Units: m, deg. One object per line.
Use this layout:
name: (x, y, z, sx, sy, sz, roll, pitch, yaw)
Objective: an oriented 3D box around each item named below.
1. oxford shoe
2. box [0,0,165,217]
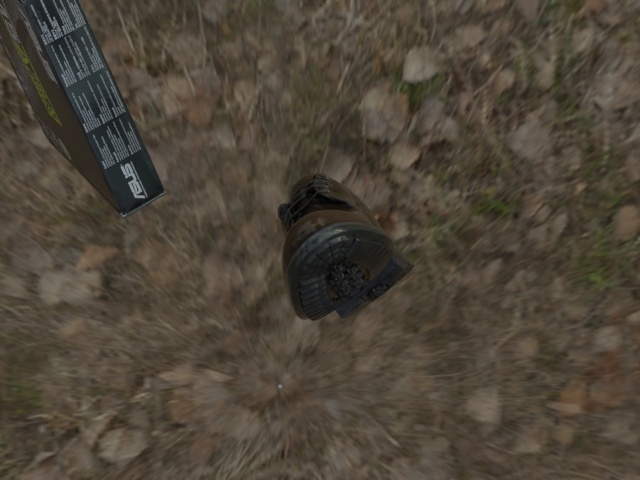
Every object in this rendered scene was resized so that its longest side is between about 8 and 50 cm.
oxford shoe: (0.000, 0.000, 1.087, 0.083, 0.227, 0.096, -37, 82, 3)
box: (-0.199, -0.132, 1.182, 0.045, 0.184, 0.190, -29, 123, -12)
